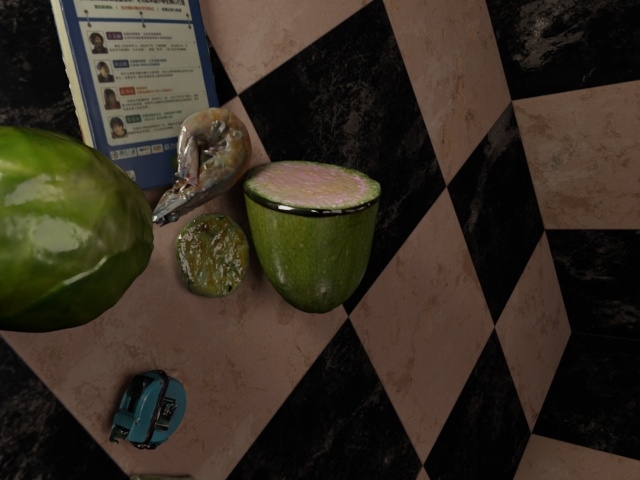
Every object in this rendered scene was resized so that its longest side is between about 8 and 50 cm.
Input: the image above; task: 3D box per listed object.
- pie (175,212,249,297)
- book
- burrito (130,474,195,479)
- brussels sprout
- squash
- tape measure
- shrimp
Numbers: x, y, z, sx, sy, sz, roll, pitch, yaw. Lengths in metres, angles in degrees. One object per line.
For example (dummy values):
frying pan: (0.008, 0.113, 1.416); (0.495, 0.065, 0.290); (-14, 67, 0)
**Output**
pie: (-0.226, 0.031, 1.157); (0.186, 0.041, 0.187); (-2, 92, -47)
book: (-0.327, -0.315, 1.040); (0.300, 0.039, 0.429); (-20, 105, -46)
burrito: (-0.310, 0.485, 1.073); (0.171, 0.042, 0.051); (27, 61, -46)
brussels sprout: (-0.398, -0.010, 0.796); (0.354, 0.289, 0.282); (6, 75, -70)
squash: (-0.029, 0.008, 1.247); (0.310, 0.310, 0.309); (-25, 130, -45)
tape measure: (-0.316, 0.317, 1.035); (0.125, 0.080, 0.146); (38, 64, -53)
shrimp: (-0.240, -0.149, 1.073); (0.317, 0.062, 0.164); (-52, 124, -38)
